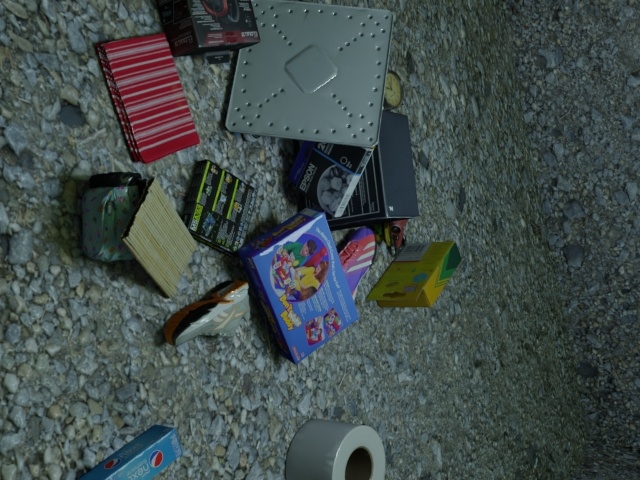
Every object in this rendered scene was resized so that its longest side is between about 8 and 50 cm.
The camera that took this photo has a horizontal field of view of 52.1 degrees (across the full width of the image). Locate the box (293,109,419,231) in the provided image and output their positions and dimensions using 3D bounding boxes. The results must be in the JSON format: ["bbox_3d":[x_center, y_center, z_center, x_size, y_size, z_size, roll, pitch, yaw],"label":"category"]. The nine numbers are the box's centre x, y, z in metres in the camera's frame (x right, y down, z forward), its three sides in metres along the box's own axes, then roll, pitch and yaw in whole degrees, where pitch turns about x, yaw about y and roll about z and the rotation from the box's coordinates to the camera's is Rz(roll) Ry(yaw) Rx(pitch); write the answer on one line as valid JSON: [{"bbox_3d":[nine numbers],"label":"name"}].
[{"bbox_3d":[0.100,-0.187,1.847,0.182,0.294,0.296,-3,86,-50],"label":"box"}]

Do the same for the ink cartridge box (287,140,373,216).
[{"bbox_3d":[0.013,-0.203,1.760,0.045,0.208,0.206,-10,130,-56],"label":"ink cartridge box"}]

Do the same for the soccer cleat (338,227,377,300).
[{"bbox_3d":[0.077,0.075,1.953,0.116,0.108,0.318,50,55,-40],"label":"soccer cleat"}]

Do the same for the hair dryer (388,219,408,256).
[{"bbox_3d":[0.267,-0.057,2.129,0.293,0.080,0.224,0,88,-75],"label":"hair dryer"}]

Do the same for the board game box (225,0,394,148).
[{"bbox_3d":[-0.023,-0.435,1.707,0.050,0.389,0.390,78,19,-74],"label":"board game box"}]

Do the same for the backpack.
[{"bbox_3d":[-0.426,-0.047,1.348,0.115,0.152,0.182,-1,92,-36],"label":"backpack"}]

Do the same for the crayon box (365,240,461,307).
[{"bbox_3d":[0.309,0.125,2.155,0.318,0.202,0.081,-47,121,-40],"label":"crayon box"}]

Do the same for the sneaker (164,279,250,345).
[{"bbox_3d":[-0.252,0.198,1.558,0.262,0.099,0.121,-33,116,-45],"label":"sneaker"}]

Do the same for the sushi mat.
[{"bbox_3d":[-0.338,0.004,1.404,0.316,0.019,0.151,77,28,-63],"label":"sushi mat"}]

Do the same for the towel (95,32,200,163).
[{"bbox_3d":[-0.384,-0.327,1.495,0.199,0.031,0.275,-31,110,-48],"label":"towel"}]

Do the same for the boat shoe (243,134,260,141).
[{"bbox_3d":[-0.134,-0.358,1.762,0.080,0.076,0.228,53,49,-33],"label":"boat shoe"}]

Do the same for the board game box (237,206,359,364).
[{"bbox_3d":[-0.049,0.121,1.730,0.233,0.078,0.347,-33,120,-25],"label":"board game box"}]

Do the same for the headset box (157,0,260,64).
[{"bbox_3d":[-0.277,-0.576,1.582,0.218,0.110,0.293,-26,107,-48],"label":"headset box"}]

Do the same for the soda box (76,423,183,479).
[{"bbox_3d":[-0.395,0.474,1.375,0.210,0.071,0.067,-29,110,-48],"label":"soda box"}]

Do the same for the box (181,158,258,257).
[{"bbox_3d":[-0.249,-0.076,1.624,0.184,0.045,0.191,29,66,-43],"label":"box"}]

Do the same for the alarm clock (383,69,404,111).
[{"bbox_3d":[0.218,-0.524,2.210,0.129,0.064,0.192,-45,122,-42],"label":"alarm clock"}]

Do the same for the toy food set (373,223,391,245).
[{"bbox_3d":[0.191,-0.089,2.144,0.128,0.071,0.218,-10,98,-75],"label":"toy food set"}]

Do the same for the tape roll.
[{"bbox_3d":[0.044,0.627,1.813,0.246,0.169,0.246,6,83,-51],"label":"tape roll"}]
